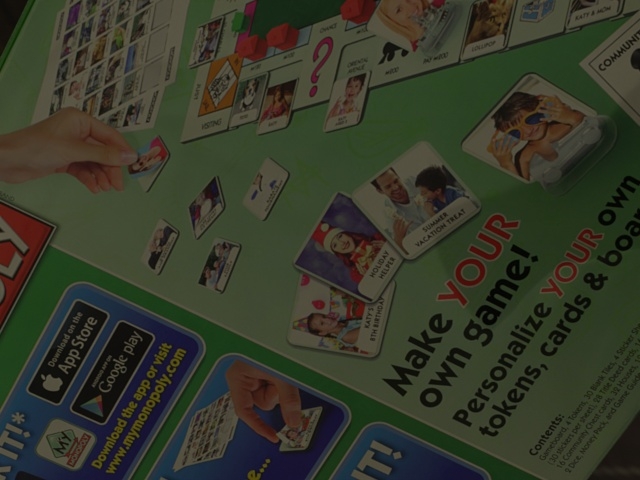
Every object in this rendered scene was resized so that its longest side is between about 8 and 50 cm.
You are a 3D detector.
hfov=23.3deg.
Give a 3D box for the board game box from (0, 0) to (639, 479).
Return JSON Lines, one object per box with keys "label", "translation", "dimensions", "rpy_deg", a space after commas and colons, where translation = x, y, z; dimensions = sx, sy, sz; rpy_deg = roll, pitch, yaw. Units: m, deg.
{"label": "board game box", "translation": [0.000, 0.000, 0.456], "dimensions": [0.213, 0.046, 0.317], "rpy_deg": [27, -67, -11]}
